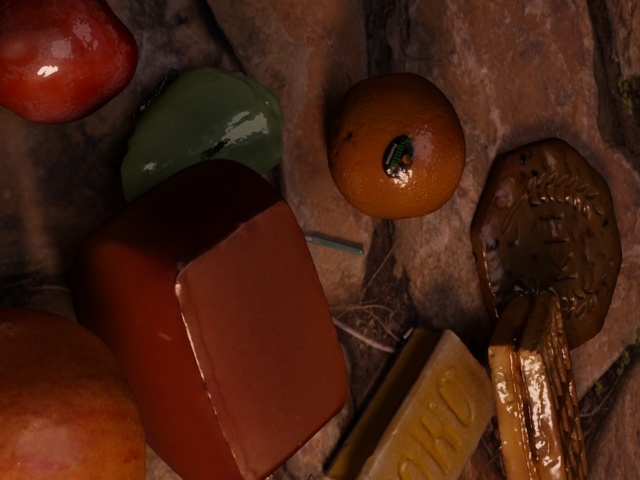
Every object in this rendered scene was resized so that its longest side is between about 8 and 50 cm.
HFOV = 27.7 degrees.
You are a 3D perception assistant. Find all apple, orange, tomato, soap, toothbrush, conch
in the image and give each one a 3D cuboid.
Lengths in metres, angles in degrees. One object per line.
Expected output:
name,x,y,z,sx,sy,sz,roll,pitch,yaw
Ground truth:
apple,-0.335,0.210,1.295,0.275,0.299,0.298,4,86,-40
orange,0.101,-0.126,1.749,0.206,0.206,0.206,2,86,-40
tomato,-0.295,-0.209,1.446,0.187,0.151,0.187,-4,95,-42
soap,0.134,0.276,1.827,0.173,0.089,0.274,51,58,-30
toothbrush,0.000,0.000,1.773,0.167,0.014,0.011,15,69,-39
conch,-0.154,-0.130,1.598,0.251,0.137,0.143,-17,127,-21

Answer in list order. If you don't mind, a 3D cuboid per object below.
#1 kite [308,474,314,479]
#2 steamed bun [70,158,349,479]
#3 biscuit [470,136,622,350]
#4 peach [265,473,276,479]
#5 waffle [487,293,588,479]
kite,-0.004,0.385,1.757,0.153,0.005,0.137,-6,92,-41
steamed bun,-0.140,0.097,1.497,0.235,0.248,0.379,-38,127,-31
biscuit,0.369,0.011,2.071,0.359,0.046,0.359,2,87,-39
peach,-0.115,0.419,1.621,0.189,0.068,0.279,24,74,-29
waffle,0.323,0.261,1.911,0.224,0.098,0.327,-49,132,-66
